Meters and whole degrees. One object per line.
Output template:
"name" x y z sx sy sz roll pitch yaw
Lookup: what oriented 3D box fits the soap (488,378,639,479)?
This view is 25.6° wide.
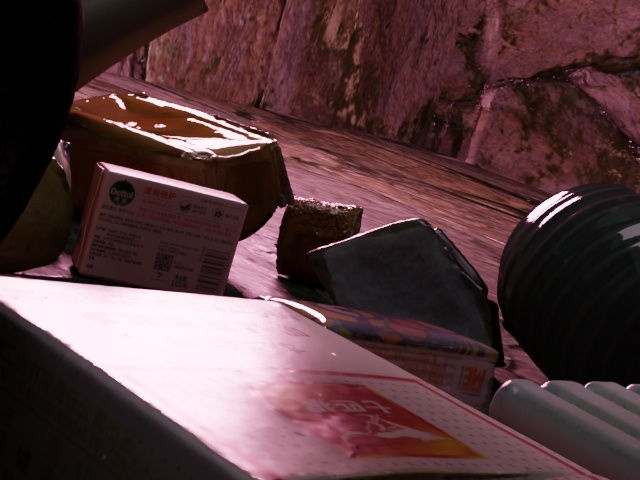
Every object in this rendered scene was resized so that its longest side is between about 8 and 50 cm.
"soap" 0.223 0.162 0.733 0.159 0.088 0.265 6 14 -44

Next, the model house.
"model house" 0.089 0.056 1.200 0.165 0.106 0.152 56 8 15

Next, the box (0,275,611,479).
"box" -0.003 0.114 0.609 0.210 0.095 0.330 8 14 -44

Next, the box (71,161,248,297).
"box" -0.131 -0.006 1.146 0.125 0.089 0.043 14 8 -22

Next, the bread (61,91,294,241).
"bread" -0.154 -0.068 1.358 0.241 0.107 0.136 20 28 37

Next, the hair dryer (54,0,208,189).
"hair dryer" -0.208 -0.148 1.288 0.298 0.296 0.119 38 -19 37

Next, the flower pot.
"flower pot" 0.240 0.056 1.135 0.189 0.157 0.243 39 10 -28

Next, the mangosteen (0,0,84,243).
"mangosteen" -0.298 -0.071 0.523 0.382 0.382 0.435 18 47 13

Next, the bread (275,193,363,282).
"bread" 0.001 0.000 1.374 0.070 0.083 0.076 9 3 13

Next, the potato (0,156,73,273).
"potato" -0.314 -0.065 1.010 0.298 0.141 0.176 34 24 1

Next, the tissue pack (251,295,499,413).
"tissue pack" 0.031 0.080 0.971 0.148 0.060 0.108 10 5 -30
